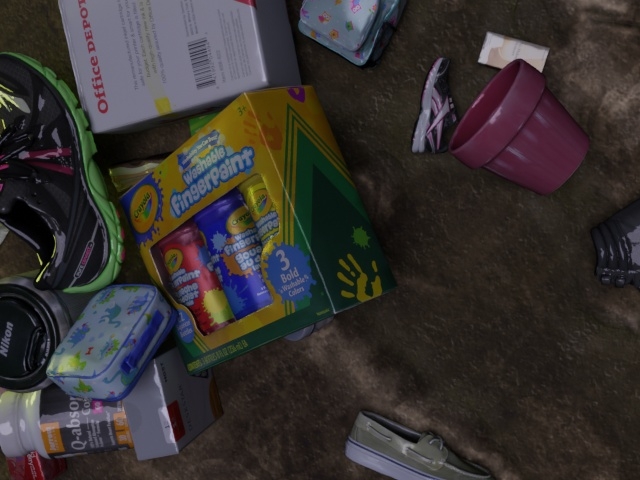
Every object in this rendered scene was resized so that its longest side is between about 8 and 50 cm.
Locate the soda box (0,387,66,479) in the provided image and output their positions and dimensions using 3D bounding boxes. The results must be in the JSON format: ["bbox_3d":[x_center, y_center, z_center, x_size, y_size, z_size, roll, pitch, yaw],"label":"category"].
[{"bbox_3d":[-0.630,0.388,1.731,0.083,0.092,0.264,-13,92,14],"label":"soda box"}]

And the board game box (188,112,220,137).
[{"bbox_3d":[-0.201,-0.256,1.585,0.124,0.039,0.260,-9,91,17],"label":"board game box"}]

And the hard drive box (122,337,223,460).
[{"bbox_3d":[-0.288,0.295,1.564,0.089,0.232,0.181,-13,93,15],"label":"hard drive box"}]

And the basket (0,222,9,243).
[{"bbox_3d":[-0.764,0.002,1.714,0.103,0.113,0.167,41,103,9],"label":"basket"}]

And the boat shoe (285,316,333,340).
[{"bbox_3d":[0.006,0.004,1.510,0.135,0.156,0.367,19,114,40],"label":"boat shoe"}]

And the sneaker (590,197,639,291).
[{"bbox_3d":[0.565,0.078,1.399,0.146,0.104,0.296,-23,84,17],"label":"sneaker"}]

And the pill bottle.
[{"bbox_3d":[-0.486,0.350,1.619,0.278,0.162,0.162,-7,94,-5],"label":"pill bottle"}]

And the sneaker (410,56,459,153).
[{"bbox_3d":[0.218,-0.242,1.474,0.077,0.072,0.178,12,107,1],"label":"sneaker"}]

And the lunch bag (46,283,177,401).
[{"bbox_3d":[-0.366,0.181,1.434,0.176,0.219,0.090,-5,133,34],"label":"lunch bag"}]

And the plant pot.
[{"bbox_3d":[0.349,-0.179,1.386,0.180,0.201,0.201,35,103,-8],"label":"plant pot"}]

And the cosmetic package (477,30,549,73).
[{"bbox_3d":[0.344,-0.328,1.438,0.115,0.041,0.060,17,99,12],"label":"cosmetic package"}]

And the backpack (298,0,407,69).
[{"bbox_3d":[0.064,-0.425,1.449,0.165,0.144,0.188,34,100,14],"label":"backpack"}]

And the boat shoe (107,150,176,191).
[{"bbox_3d":[-0.334,-0.133,1.624,0.189,0.068,0.072,-6,107,24],"label":"boat shoe"}]

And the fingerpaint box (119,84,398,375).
[{"bbox_3d":[-0.133,-0.002,1.414,0.444,0.163,0.371,-27,82,45],"label":"fingerpaint box"}]

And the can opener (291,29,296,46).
[{"bbox_3d":[-0.080,-0.312,1.547,0.059,0.073,0.186,14,98,52],"label":"can opener"}]

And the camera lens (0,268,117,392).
[{"bbox_3d":[-0.535,0.164,1.589,0.219,0.274,0.220,1,96,14],"label":"camera lens"}]

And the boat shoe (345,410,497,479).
[{"bbox_3d":[0.192,0.408,1.522,0.302,0.109,0.094,15,97,15],"label":"boat shoe"}]

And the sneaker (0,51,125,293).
[{"bbox_3d":[-0.520,-0.129,1.471,0.185,0.202,0.483,-35,78,52],"label":"sneaker"}]

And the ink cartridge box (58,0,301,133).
[{"bbox_3d":[-0.257,-0.370,1.484,0.384,0.160,0.279,-10,93,22],"label":"ink cartridge box"}]
